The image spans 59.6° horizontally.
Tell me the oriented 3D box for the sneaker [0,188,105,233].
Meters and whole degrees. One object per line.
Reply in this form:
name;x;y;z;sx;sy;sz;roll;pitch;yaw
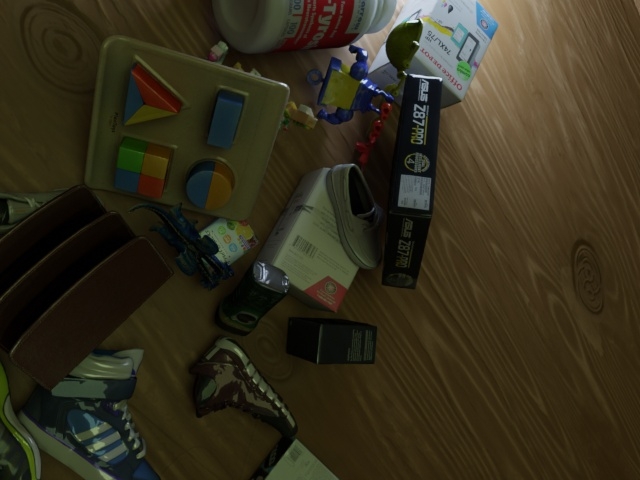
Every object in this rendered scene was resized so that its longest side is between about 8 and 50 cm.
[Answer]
sneaker;-0.533;-0.049;1.034;0.263;0.121;0.099;-9;93;-30

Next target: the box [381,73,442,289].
box;0.208;-0.131;1.299;0.097;0.318;0.394;7;58;5

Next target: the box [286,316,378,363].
box;0.025;0.236;1.323;0.158;0.156;0.093;7;85;-29

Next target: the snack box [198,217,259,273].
snack box;-0.221;0.004;1.259;0.141;0.037;0.100;-38;104;-24

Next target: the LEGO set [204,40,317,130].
LEGO set;-0.151;-0.307;1.259;0.287;0.132;0.107;39;74;1

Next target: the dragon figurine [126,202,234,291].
dragon figurine;-0.259;0.009;1.107;0.085;0.289;0.144;-41;68;-7

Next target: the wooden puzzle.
wooden puzzle;-0.262;-0.191;1.084;0.348;0.080;0.322;11;123;-18

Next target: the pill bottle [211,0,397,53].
pill bottle;-0.021;-0.554;1.273;0.408;0.229;0.228;-20;98;-39

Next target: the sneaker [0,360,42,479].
sneaker;-0.585;0.336;0.950;0.299;0.111;0.121;61;19;7

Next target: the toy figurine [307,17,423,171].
toy figurine;0.073;-0.369;1.320;0.217;0.362;0.191;22;40;-1

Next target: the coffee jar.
coffee jar;-0.153;0.131;1.217;0.096;0.184;0.079;25;36;-26

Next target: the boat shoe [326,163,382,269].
boat shoe;0.089;-0.051;1.275;0.095;0.084;0.258;-31;104;-28

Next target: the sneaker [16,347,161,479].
sneaker;-0.389;0.335;1.092;0.323;0.130;0.236;40;76;-16

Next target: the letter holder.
letter holder;-0.460;0.071;1.004;0.302;0.152;0.214;-47;139;-24

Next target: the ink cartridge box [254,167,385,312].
ink cartridge box;0.000;0.000;1.340;0.207;0.117;0.282;36;71;-24

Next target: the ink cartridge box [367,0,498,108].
ink cartridge box;0.296;-0.505;1.485;0.198;0.197;0.270;35;72;-24

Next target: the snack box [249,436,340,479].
snack box;-0.110;0.634;1.282;0.322;0.060;0.187;-48;110;-23

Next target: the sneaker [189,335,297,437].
sneaker;-0.187;0.362;1.238;0.163;0.106;0.281;-39;96;-20
